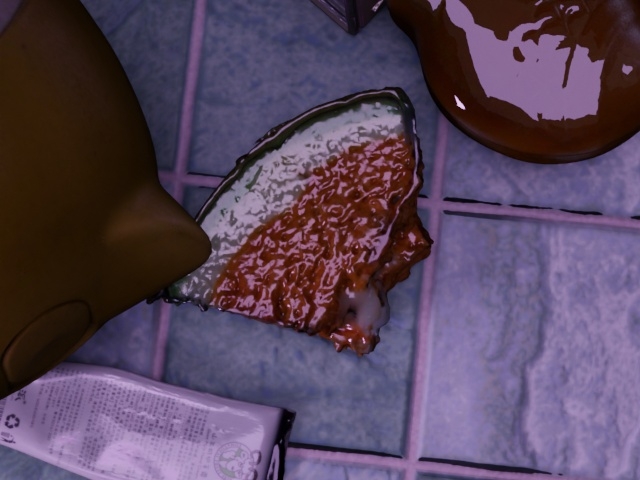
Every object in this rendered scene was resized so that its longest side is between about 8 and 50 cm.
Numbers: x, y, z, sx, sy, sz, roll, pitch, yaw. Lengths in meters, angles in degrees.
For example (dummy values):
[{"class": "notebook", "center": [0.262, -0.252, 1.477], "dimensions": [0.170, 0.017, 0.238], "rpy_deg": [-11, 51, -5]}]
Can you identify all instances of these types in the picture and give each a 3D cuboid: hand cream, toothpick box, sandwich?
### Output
[{"class": "hand cream", "center": [-0.194, 0.177, 1.527], "dimensions": [0.336, 0.076, 0.121], "rpy_deg": [16, 89, -2]}, {"class": "toothpick box", "center": [-0.348, -0.056, 1.391], "dimensions": [0.409, 0.409, 0.425], "rpy_deg": [-39, 78, -2]}, {"class": "sandwich", "center": [-0.001, -0.014, 1.518], "dimensions": [0.212, 0.109, 0.292], "rpy_deg": [32, 88, -1]}]

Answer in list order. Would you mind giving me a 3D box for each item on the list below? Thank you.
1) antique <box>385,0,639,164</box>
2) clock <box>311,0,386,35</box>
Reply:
[{"class": "antique", "center": [0.199, -0.189, 1.515], "dimensions": [0.278, 0.129, 0.223], "rpy_deg": [27, 85, 5]}, {"class": "clock", "center": [0.001, -0.277, 1.502], "dimensions": [0.147, 0.192, 0.071], "rpy_deg": [41, 87, 6]}]
